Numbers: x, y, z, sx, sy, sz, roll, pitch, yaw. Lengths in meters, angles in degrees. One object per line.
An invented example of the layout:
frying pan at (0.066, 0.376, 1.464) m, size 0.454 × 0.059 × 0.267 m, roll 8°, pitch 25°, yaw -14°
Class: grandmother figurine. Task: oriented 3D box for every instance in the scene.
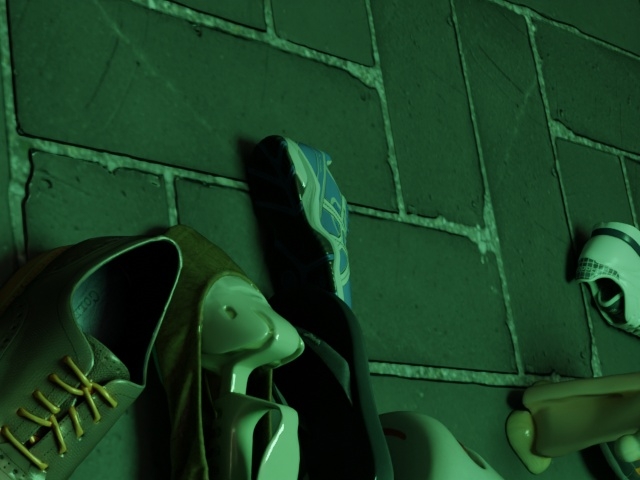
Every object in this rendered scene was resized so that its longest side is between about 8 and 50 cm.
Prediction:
grandmother figurine at (0.356, 0.160, 1.459) m, size 0.104 × 0.342 × 0.208 m, roll 55°, pitch 40°, yaw -15°

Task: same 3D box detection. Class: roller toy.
roller toy at (0.078, 0.256, 1.211) m, size 0.146 × 0.209 × 0.191 m, roll 42°, pitch 39°, yaw -28°

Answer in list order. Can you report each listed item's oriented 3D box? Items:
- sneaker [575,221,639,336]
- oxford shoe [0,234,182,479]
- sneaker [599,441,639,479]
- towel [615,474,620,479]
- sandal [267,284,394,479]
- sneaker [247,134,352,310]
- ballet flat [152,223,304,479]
sneaker at (0.398, 0.082, 1.766) m, size 0.235 × 0.090 × 0.095 m, roll 43°, pitch 57°, yaw -22°
oxford shoe at (-0.211, 0.118, 0.996) m, size 0.130 × 0.133 × 0.363 m, roll 47°, pitch 43°, yaw -24°
sneaker at (0.455, 0.185, 1.680) m, size 0.321 × 0.180 × 0.124 m, roll -19°, pitch 80°, yaw -54°
towel at (0.391, 0.338, 1.675) m, size 0.152 × 0.023 × 0.113 m, roll 42°, pitch 43°, yaw -25°
sandal at (-0.001, 0.125, 1.207) m, size 0.054 × 0.097 × 0.254 m, roll 27°, pitch 26°, yaw -37°
sneaker at (0.000, 0.000, 1.338) m, size 0.081 × 0.080 × 0.211 m, roll 0°, pitch 74°, yaw -47°
ballet flat at (-0.070, 0.135, 1.157) m, size 0.116 × 0.124 × 0.342 m, roll 23°, pitch 56°, yaw -43°
